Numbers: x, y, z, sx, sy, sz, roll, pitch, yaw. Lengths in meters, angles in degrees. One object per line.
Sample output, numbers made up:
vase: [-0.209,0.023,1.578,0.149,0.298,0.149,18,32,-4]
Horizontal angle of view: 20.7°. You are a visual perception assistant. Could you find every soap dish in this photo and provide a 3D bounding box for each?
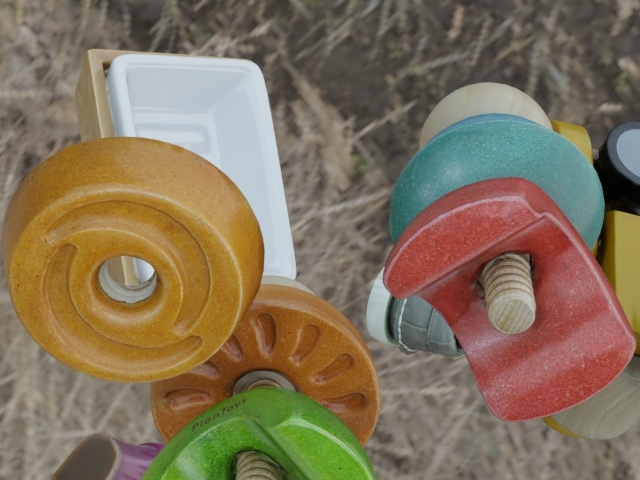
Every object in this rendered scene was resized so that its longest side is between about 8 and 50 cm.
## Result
soap dish: [-0.156,-0.065,1.976,0.229,0.118,0.291,-1,75,-39]

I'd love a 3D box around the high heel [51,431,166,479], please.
high heel: [-0.271,0.354,1.785,0.181,0.377,0.127,31,20,-52]

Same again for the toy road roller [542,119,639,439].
toy road roller: [0.239,0.025,1.833,0.240,0.202,0.329,12,53,-11]

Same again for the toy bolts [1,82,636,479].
toy bolts: [0.000,0.000,0.731,0.218,0.228,0.158,55,18,-26]

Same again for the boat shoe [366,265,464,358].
boat shoe: [0.167,0.014,1.606,0.305,0.091,0.109,-36,135,-38]
